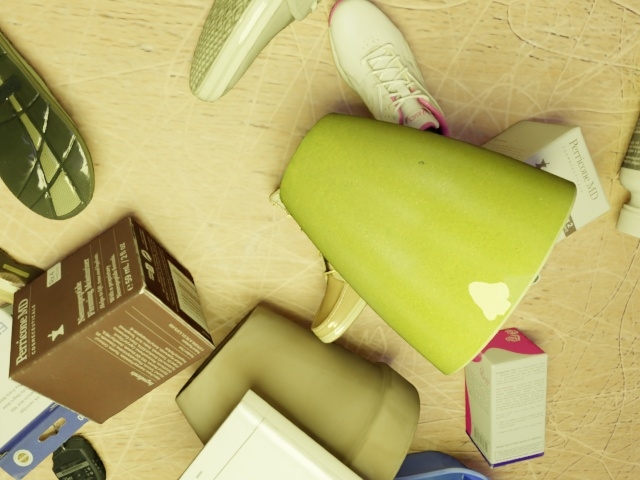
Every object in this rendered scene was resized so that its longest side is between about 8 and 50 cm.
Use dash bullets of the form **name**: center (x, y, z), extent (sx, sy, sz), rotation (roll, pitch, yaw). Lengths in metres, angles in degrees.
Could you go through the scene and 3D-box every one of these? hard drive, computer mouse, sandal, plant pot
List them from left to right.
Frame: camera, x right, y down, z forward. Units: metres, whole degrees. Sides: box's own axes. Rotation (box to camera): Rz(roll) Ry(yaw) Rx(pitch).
- **sandal**: center (-0.399, -0.172, 0.693), extent (0.120, 0.086, 0.302), rotation (-28, 95, 5)
- **computer mouse**: center (-0.437, 0.331, 0.864), extent (0.071, 0.041, 0.242), rotation (-21, 104, 4)
- **plant pot**: center (-0.055, 0.261, 0.793), extent (0.280, 0.323, 0.323), rotation (43, 95, -3)
- **hard drive**: center (-0.015, 0.376, 0.625), extent (0.353, 0.047, 0.233), rotation (38, 110, 2)
- **plant pot**: center (0.104, -0.029, 0.644), extent (0.293, 0.275, 0.274), rotation (32, 100, 9)

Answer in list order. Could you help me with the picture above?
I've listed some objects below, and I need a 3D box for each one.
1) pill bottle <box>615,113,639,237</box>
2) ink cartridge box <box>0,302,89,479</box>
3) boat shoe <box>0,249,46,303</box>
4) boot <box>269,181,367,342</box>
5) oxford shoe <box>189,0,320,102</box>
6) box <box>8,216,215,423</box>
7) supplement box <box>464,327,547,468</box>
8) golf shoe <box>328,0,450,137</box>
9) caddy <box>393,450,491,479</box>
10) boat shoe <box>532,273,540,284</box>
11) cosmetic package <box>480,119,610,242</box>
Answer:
- **pill bottle**: center (0.609, -0.152, 0.837), extent (0.176, 0.176, 0.318), rotation (9, 105, -13)
- **ink cartridge box**: center (-0.490, 0.251, 0.799), extent (0.223, 0.045, 0.224), rotation (-42, 99, 3)
- **boat shoe**: center (-0.488, 0.057, 0.753), extent (0.190, 0.068, 0.072), rotation (34, 109, -19)
- **boot**: center (0.000, 0.000, 0.774), extent (0.203, 0.095, 0.262), rotation (34, 69, -17)
- **oxford shoe**: center (-0.022, -0.365, 0.670), extent (0.130, 0.169, 0.449), rotation (29, 100, -40)
- **box**: center (-0.292, 0.114, 0.725), extent (0.203, 0.168, 0.167), rotation (-34, 135, 0)
- **supplement box**: center (0.344, 0.292, 0.958), extent (0.114, 0.111, 0.220), rotation (-10, 109, -8)
- **golf shoe**: center (0.117, -0.216, 0.744), extent (0.115, 0.140, 0.306), rotation (-33, 109, 2)
- **caddy**: center (0.181, 0.534, 0.934), extent (0.341, 0.179, 0.241), rotation (-6, 89, -9)
- **boat shoe**: center (0.300, 0.073, 0.907), extent (0.184, 0.063, 0.066), rotation (-4, 108, -10)
- **cosmetic package**: center (0.316, -0.079, 0.816), extent (0.184, 0.151, 0.151), rotation (-33, 110, 0)
